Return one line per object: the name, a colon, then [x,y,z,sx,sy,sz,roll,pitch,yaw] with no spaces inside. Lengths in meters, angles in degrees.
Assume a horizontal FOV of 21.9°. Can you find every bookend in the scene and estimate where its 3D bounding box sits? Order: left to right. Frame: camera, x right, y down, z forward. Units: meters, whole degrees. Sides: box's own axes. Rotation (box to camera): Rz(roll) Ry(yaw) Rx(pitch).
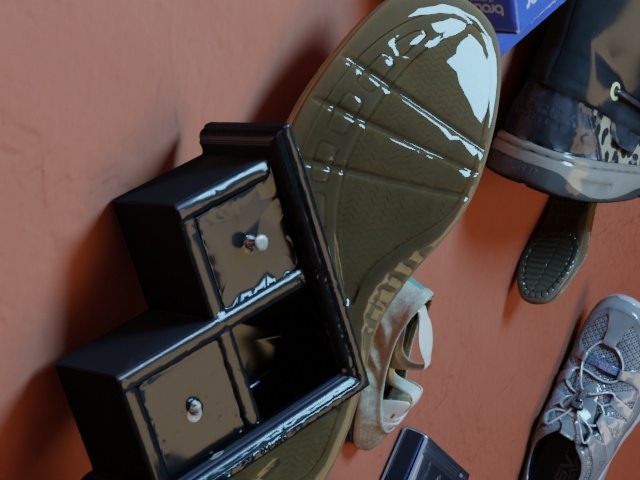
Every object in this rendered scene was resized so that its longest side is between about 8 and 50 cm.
bookend: [-0.070,0.038,0.865,0.156,0.072,0.157,-29,112,-35]

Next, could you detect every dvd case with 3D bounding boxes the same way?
dvd case: [0.060,0.298,1.484,0.239,0.029,0.179,-65,157,-11]

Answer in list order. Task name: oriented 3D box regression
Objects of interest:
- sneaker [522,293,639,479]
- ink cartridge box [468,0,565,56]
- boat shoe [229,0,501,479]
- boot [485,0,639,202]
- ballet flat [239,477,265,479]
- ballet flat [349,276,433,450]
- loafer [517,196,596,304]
sneaker: [0.302,0.197,1.853,0.115,0.105,0.281,-2,111,-66]
ink cartridge box: [0.134,-0.267,1.077,0.186,0.065,0.311,-43,136,-47]
boat shoe: [0.000,0.000,1.022,0.341,0.121,0.110,-63,-165,-7]
boot: [0.292,-0.189,1.470,0.377,0.138,0.284,-9,117,-53]
ballet flat: [-0.083,0.266,0.904,0.348,0.123,0.123,-55,163,20]
ballet flat: [0.057,0.103,1.285,0.057,0.052,0.168,-42,144,-50]
loafer: [0.237,0.004,1.611,0.148,0.056,0.050,-61,150,-21]
